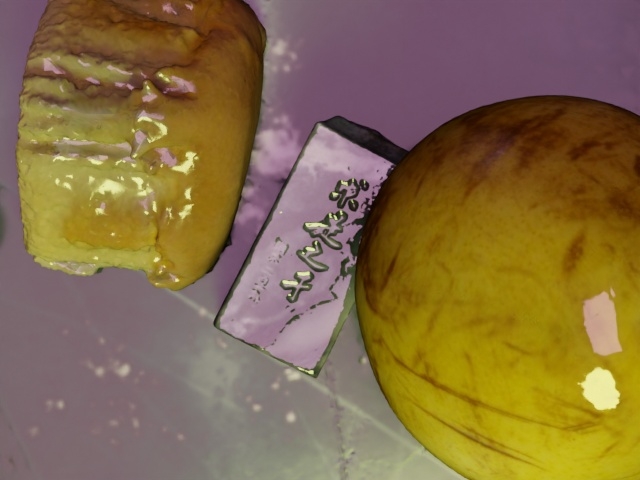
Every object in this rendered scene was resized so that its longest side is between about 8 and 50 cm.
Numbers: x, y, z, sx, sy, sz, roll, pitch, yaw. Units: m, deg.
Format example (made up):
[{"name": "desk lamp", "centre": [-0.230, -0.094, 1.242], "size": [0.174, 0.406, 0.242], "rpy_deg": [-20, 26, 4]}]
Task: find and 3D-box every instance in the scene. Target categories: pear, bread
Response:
[{"name": "pear", "centre": [0.161, 0.040, 0.937], "size": [0.280, 0.281, 0.281], "rpy_deg": [0, 91, 0]}, {"name": "bread", "centre": [-0.137, -0.091, 1.035], "size": [0.174, 0.133, 0.252], "rpy_deg": [9, 91, 2]}]

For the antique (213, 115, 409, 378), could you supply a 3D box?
[{"name": "antique", "centre": [0.000, 0.000, 1.059], "size": [0.088, 0.086, 0.183], "rpy_deg": [26, 91, -1]}]
